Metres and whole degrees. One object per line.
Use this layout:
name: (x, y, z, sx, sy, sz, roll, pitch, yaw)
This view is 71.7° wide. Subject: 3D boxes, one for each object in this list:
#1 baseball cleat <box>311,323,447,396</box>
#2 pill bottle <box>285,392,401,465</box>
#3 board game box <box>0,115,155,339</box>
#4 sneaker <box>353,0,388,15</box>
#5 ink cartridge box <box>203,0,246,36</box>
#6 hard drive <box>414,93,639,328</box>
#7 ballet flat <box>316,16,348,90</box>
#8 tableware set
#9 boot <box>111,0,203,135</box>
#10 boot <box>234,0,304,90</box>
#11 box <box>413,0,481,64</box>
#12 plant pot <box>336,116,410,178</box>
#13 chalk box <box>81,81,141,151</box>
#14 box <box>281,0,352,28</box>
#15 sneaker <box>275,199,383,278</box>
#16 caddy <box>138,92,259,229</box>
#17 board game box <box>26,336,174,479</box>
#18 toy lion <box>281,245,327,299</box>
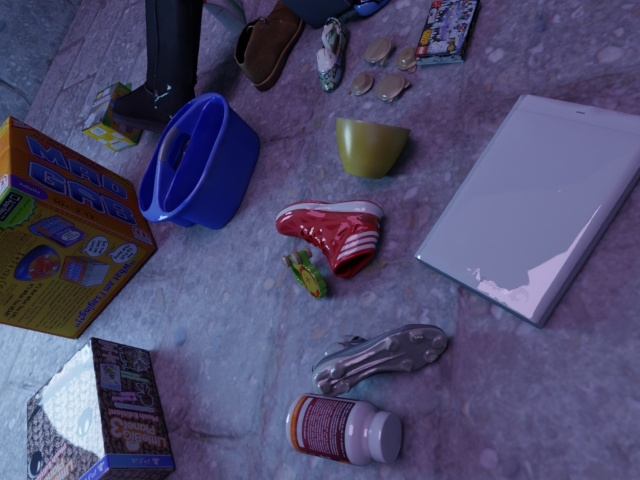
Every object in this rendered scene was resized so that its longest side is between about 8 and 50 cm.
baseball cleat: (0.080, 0.161, 0.664, 0.206, 0.072, 0.109, -19, 16, 2)
pill bottle: (0.033, 0.269, 0.632, 0.152, 0.086, 0.086, -6, 64, 35)
board game box: (-0.723, -0.023, 1.155, 0.356, 0.356, 0.356, -46, 48, 8)
sneaker: (0.153, -0.623, 1.000, 0.232, 0.090, 0.081, -44, 49, 9)
ink cartridge box: (-0.323, -0.742, 1.320, 0.056, 0.225, 0.180, -30, 53, 22)
hard drive: (0.301, -0.057, 0.636, 0.203, 0.040, 0.307, 33, 88, 42)
ballet flat: (0.019, -0.434, 1.019, 0.070, 0.070, 0.188, -8, 63, 33)
tableware set: (0.134, -0.357, 0.926, 0.169, 0.020, 0.141, 33, 89, 40)
boot: (-0.457, -0.535, 1.220, 0.367, 0.146, 0.444, 19, 117, 31)
boot: (-0.129, -0.553, 1.157, 0.112, 0.115, 0.305, 4, 69, 39)
box: (0.246, -0.406, 0.857, 0.094, 0.027, 0.136, 10, 74, 33)
plant pot: (0.087, -0.164, 0.802, 0.134, 0.134, 0.095, 22, 109, 41)
chalk box: (-0.672, -0.429, 1.481, 0.133, 0.132, 0.212, -5, 63, 35)
box: (-0.027, -0.726, 1.027, 0.183, 0.296, 0.293, 6, 70, 59)
sneaker: (0.000, 0.000, 0.795, 0.221, 0.087, 0.128, -7, 61, 35)
caddy: (-0.299, -0.185, 1.049, 0.241, 0.179, 0.341, 4, 70, 38)
board game box: (-0.452, 0.389, 0.890, 0.232, 0.141, 0.291, -44, 49, 10)
toy lion: (-0.025, 0.061, 0.794, 0.034, 0.096, 0.100, -28, 4, -22)
